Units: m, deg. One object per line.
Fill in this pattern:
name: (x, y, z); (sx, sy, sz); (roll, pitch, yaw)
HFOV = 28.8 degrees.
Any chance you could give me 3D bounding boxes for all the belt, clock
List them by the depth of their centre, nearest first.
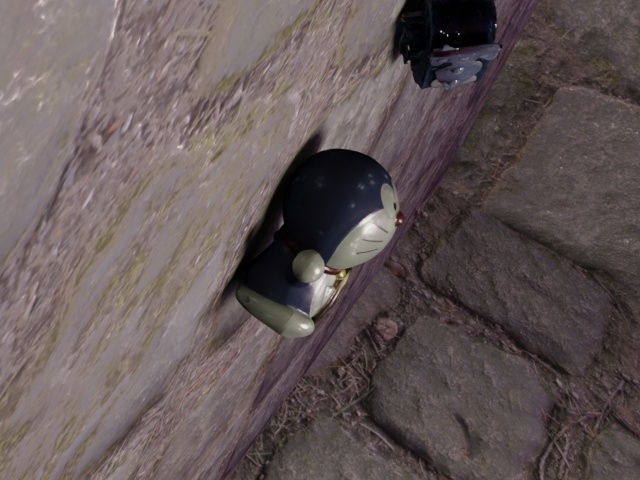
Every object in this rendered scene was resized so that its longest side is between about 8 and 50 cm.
clock: (0.000, 0.000, 1.559); (0.243, 0.146, 0.199); (-57, 179, 15)
belt: (0.167, -0.277, 1.704); (0.218, 0.128, 0.122); (88, -4, -81)
